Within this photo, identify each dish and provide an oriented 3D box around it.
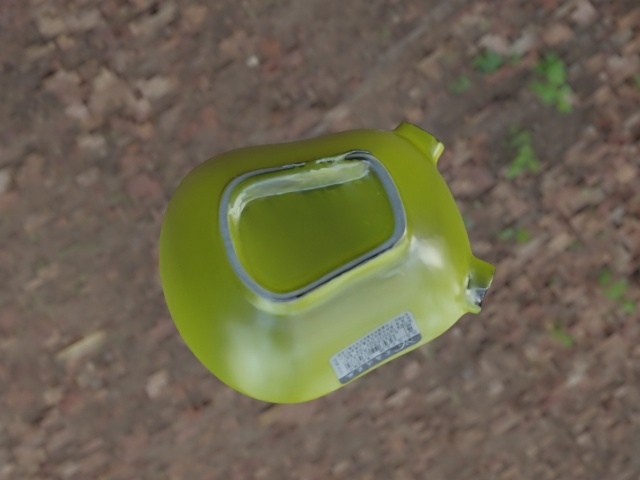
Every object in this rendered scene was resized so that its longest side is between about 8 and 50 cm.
[{"bbox_3d":[0.000,0.000,1.502,0.262,0.221,0.108,-18,164,-5],"label":"dish"}]
